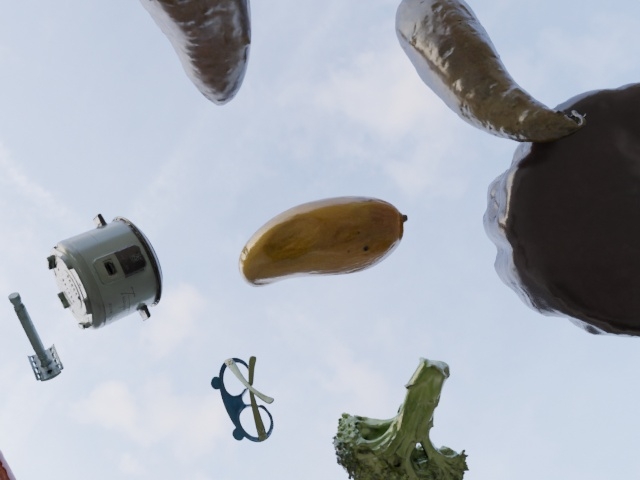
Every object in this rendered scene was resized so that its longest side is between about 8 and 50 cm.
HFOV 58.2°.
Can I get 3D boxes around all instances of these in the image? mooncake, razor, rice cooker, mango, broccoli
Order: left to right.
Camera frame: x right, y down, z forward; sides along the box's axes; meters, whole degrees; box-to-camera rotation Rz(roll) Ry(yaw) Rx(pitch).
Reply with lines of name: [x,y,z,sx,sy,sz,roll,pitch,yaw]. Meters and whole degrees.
razor: [-0.684,0.219,1.366,0.068,0.106,0.232,-24,-50,-27]
rice cooker: [-0.502,0.075,1.386,0.241,0.227,0.281,-28,-92,52]
mango: [0.000,0.000,0.612,0.190,0.075,0.098,-14,-46,6]
broccoli: [0.196,0.516,1.578,0.352,0.275,0.397,-18,-62,-21]
mooncake: [0.448,-0.036,0.914,0.350,0.212,0.382,-17,-95,5]

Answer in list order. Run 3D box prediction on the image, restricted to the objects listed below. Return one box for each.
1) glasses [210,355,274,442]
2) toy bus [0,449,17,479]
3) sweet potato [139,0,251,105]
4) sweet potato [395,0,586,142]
glasses: [-0.172,0.402,1.517,0.102,0.239,0.207,-8,-24,-47]
toy bus: [-0.246,0.140,0.290,0.153,0.143,0.330,-13,-76,23]
sweet potato: [-0.089,-0.201,0.308,0.092,0.114,0.341,-14,-17,-5]
sweet potato: [0.227,-0.268,0.885,0.130,0.423,0.131,-17,-38,-14]
